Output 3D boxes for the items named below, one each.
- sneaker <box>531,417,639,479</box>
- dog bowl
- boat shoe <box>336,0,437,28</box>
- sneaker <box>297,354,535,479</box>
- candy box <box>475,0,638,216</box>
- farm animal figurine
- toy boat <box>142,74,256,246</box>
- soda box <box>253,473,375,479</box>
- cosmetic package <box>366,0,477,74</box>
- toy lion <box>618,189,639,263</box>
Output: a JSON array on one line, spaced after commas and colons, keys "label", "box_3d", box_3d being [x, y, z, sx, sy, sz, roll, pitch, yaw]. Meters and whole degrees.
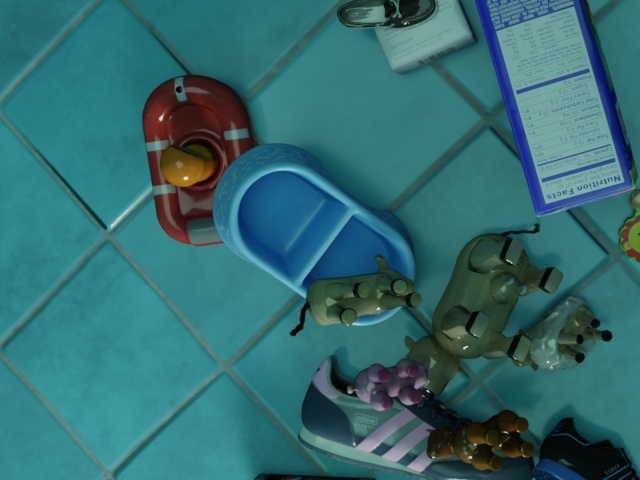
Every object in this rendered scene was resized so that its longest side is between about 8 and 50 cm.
[{"label": "sneaker", "box_3d": [0.386, 0.320, 1.449, 0.232, 0.081, 0.090, 35, 67, -8]}, {"label": "dog bowl", "box_3d": [0.000, 0.000, 1.454, 0.297, 0.074, 0.166, 36, 94, -15]}, {"label": "boat shoe", "box_3d": [0.082, -0.288, 1.400, 0.125, 0.038, 0.046, 0, 95, 14]}, {"label": "sneaker", "box_3d": [0.130, 0.238, 1.479, 0.319, 0.112, 0.131, 10, 99, 10]}, {"label": "candy box", "box_3d": [0.278, -0.200, 1.333, 0.122, 0.268, 0.317, -15, 92, 16]}, {"label": "farm animal figurine", "box_3d": [0.155, 0.107, 1.396, 0.327, 0.172, 0.330, -46, 107, -18]}, {"label": "toy boat", "box_3d": [-0.168, -0.106, 1.493, 0.151, 0.151, 0.231, -8, 93, 12]}, {"label": "soda box", "box_3d": [-0.010, 0.359, 1.547, 0.169, 0.053, 0.060, 0, 95, 12]}, {"label": "cosmetic package", "box_3d": [0.106, -0.344, 1.453, 0.117, 0.085, 0.231, -21, 88, 13]}, {"label": "toy lion", "box_3d": [0.434, -0.016, 1.438, 0.100, 0.034, 0.096, -1, 101, 12]}]
